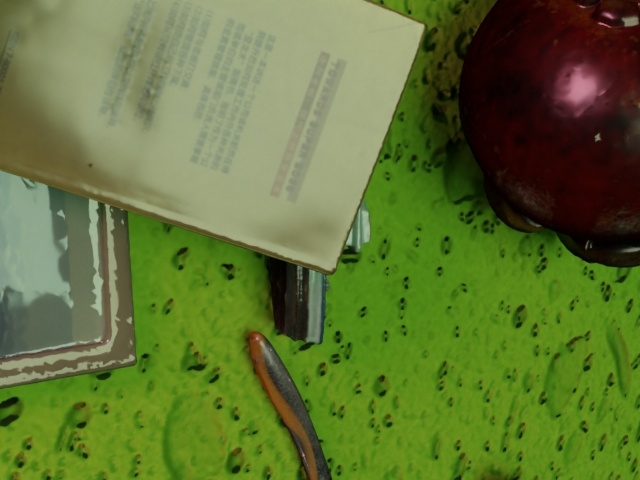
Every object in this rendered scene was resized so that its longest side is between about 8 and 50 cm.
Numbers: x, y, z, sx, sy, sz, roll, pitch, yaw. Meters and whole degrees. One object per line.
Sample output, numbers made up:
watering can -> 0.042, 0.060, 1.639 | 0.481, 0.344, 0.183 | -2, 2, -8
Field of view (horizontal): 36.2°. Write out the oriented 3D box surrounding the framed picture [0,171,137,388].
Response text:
framed picture -> -0.224, -0.073, 0.525 | 0.247, 0.022, 0.335 | -7, 104, -31

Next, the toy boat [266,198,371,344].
toy boat -> 0.000, 0.000, 0.655 | 0.066, 0.059, 0.140 | -5, 102, -18

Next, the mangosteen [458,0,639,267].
mangosteen -> 0.205, -0.079, 0.698 | 0.215, 0.215, 0.257 | -37, 148, -20

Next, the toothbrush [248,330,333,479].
toothbrush -> 0.009, 0.199, 0.727 | 0.031, 0.023, 0.321 | -38, 118, -28

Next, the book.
book -> -0.070, -0.088, 0.543 | 0.231, 0.026, 0.161 | 19, 98, -17
